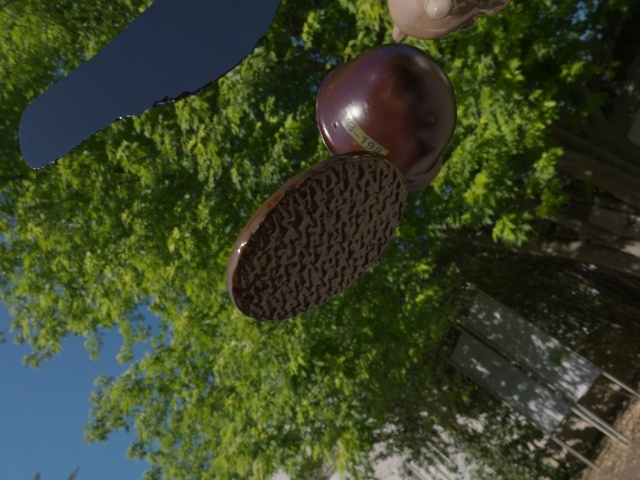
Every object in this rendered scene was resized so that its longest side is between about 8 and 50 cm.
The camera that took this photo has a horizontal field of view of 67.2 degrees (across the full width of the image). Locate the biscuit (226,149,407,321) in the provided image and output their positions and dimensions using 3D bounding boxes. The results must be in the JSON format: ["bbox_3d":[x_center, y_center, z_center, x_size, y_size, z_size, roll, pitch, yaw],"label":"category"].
[{"bbox_3d":[0.000,-0.001,0.585,0.262,0.037,0.261,-28,-33,-20],"label":"biscuit"}]

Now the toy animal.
[{"bbox_3d":[0.241,-0.454,0.794,0.345,0.278,0.246,159,120,-80],"label":"toy animal"}]

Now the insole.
[{"bbox_3d":[-0.173,-0.154,0.445,0.322,0.109,0.007,-23,-15,21],"label":"insole"}]

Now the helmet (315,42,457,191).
[{"bbox_3d":[0.198,-0.318,1.151,0.337,0.385,0.230,-45,4,-25],"label":"helmet"}]
